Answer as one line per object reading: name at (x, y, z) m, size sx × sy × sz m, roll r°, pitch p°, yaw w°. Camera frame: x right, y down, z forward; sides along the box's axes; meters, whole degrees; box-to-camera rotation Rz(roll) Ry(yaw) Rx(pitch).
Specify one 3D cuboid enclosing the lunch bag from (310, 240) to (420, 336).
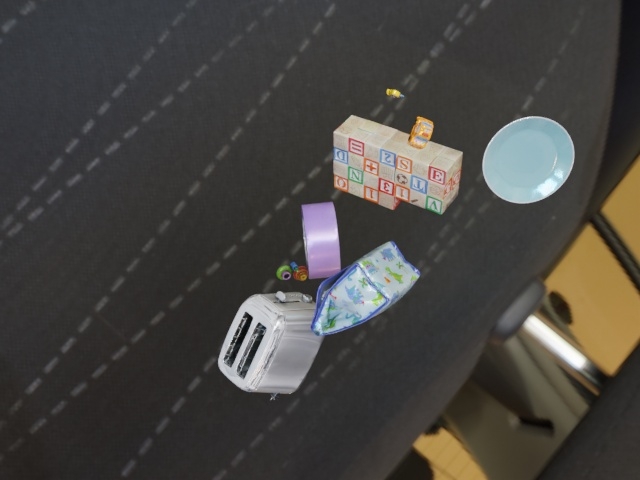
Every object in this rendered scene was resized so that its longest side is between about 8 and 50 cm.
lunch bag at (0.062, 0.084, 1.325) m, size 0.151 × 0.096 × 0.129 m, roll -47°, pitch 169°, yaw 35°

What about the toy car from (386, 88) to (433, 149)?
toy car at (0.158, -0.218, 1.528) m, size 0.060 × 0.122 × 0.040 m, roll -53°, pitch -164°, yaw -1°

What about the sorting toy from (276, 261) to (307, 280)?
sorting toy at (-0.081, 0.102, 2.596) m, size 0.102 × 0.042 × 0.061 m, roll -3°, pitch 121°, yaw -22°

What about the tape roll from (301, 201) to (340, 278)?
tape roll at (0.000, 0.000, 2.104) m, size 0.080 × 0.189 × 0.189 m, roll -7°, pitch 161°, yaw -3°

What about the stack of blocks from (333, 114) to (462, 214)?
stack of blocks at (0.179, -0.166, 2.003) m, size 0.087 × 0.297 × 0.171 m, roll -47°, pitch 149°, yaw -38°

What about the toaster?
toaster at (-0.095, 0.201, 1.595) m, size 0.146 × 0.129 × 0.227 m, roll 11°, pitch 109°, yaw -49°

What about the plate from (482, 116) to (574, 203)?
plate at (0.420, -0.165, 1.709) m, size 0.188 × 0.188 × 0.024 m, roll -55°, pitch -161°, yaw 21°
